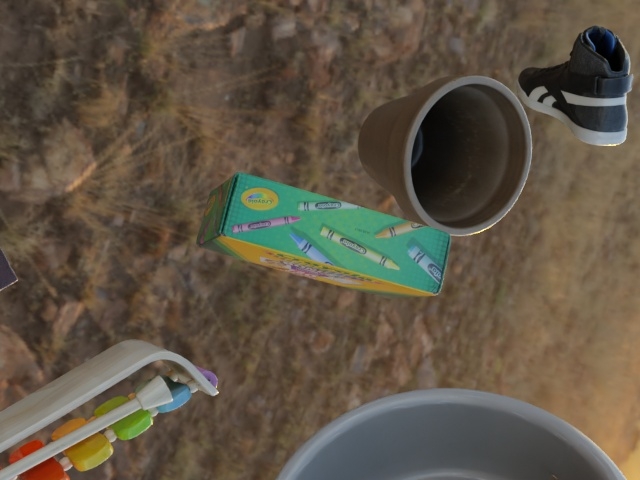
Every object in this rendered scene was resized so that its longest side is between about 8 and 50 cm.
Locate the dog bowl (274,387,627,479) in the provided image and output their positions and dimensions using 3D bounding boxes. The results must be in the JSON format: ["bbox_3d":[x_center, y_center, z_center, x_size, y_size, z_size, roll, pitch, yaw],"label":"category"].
[{"bbox_3d":[0.103,0.263,0.761,0.348,0.349,0.102,-51,145,-42],"label":"dog bowl"}]

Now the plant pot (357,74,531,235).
[{"bbox_3d":[0.185,-0.156,1.600,0.263,0.229,0.263,-8,106,-29],"label":"plant pot"}]

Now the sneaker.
[{"bbox_3d":[0.313,-0.208,1.147,0.217,0.079,0.121,-123,-149,-58],"label":"sneaker"}]

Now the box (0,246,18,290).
[{"bbox_3d":[-0.653,0.025,1.575,0.168,0.167,0.203,-36,109,-43],"label":"box"}]

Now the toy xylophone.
[{"bbox_3d":[-0.257,0.202,0.970,0.323,0.236,0.081,-29,104,-15],"label":"toy xylophone"}]

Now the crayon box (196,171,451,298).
[{"bbox_3d":[0.000,0.000,1.177,0.165,0.279,0.081,163,-58,-73],"label":"crayon box"}]
